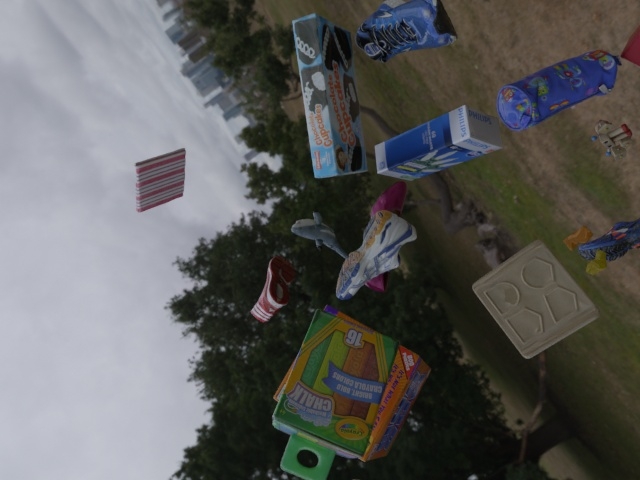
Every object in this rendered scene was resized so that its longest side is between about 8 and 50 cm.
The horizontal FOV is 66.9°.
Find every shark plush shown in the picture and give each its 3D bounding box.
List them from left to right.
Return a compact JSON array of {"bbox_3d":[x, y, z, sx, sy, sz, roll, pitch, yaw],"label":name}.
[{"bbox_3d":[0.000,0.000,1.229,0.161,0.073,0.067,44,-133,-19],"label":"shark plush"}]

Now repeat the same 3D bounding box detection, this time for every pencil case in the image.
[{"bbox_3d":[0.608,-0.383,1.237,0.133,0.306,0.119,60,167,31],"label":"pencil case"}]

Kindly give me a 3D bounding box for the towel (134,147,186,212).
[{"bbox_3d":[-0.441,-0.165,1.329,0.029,0.144,0.197,48,144,19],"label":"towel"}]

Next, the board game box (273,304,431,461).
[{"bbox_3d":[0.128,0.492,1.681,0.356,0.356,0.356,26,170,26],"label":"board game box"}]

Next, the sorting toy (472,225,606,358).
[{"bbox_3d":[0.566,0.117,1.197,0.229,0.307,0.041,58,-159,20],"label":"sorting toy"}]

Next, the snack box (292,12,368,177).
[{"bbox_3d":[0.028,-0.303,1.061,0.187,0.060,0.322,-22,-74,-62],"label":"snack box"}]

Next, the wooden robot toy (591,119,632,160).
[{"bbox_3d":[0.742,-0.279,1.238,0.173,0.076,0.079,23,-131,-37],"label":"wooden robot toy"}]

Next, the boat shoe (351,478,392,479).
[{"bbox_3d":[0.079,0.602,1.109,0.257,0.095,0.095,12,-134,-34],"label":"boat shoe"}]

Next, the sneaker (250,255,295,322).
[{"bbox_3d":[-0.143,0.137,1.332,0.087,0.128,0.221,37,-156,-12],"label":"sneaker"}]

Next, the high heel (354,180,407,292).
[{"bbox_3d":[0.243,-0.012,1.666,0.127,0.377,0.181,12,-163,-47],"label":"high heel"}]

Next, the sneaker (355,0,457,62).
[{"bbox_3d":[0.172,-0.448,1.060,0.130,0.147,0.330,52,178,-25],"label":"sneaker"}]

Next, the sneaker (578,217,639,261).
[{"bbox_3d":[0.868,-0.004,1.415,0.083,0.221,0.087,51,-152,-39],"label":"sneaker"}]

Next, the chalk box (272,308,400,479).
[{"bbox_3d":[0.011,0.232,0.702,0.132,0.213,0.132,20,154,4],"label":"chalk box"}]

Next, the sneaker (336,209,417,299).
[{"bbox_3d":[0.150,0.063,1.318,0.131,0.296,0.112,22,-150,-16],"label":"sneaker"}]

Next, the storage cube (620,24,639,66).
[{"bbox_3d":[0.911,-0.528,1.215,0.183,0.215,0.193,35,140,11],"label":"storage cube"}]

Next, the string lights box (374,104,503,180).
[{"bbox_3d":[0.266,-0.218,1.122,0.133,0.259,0.077,4,-103,-39],"label":"string lights box"}]
